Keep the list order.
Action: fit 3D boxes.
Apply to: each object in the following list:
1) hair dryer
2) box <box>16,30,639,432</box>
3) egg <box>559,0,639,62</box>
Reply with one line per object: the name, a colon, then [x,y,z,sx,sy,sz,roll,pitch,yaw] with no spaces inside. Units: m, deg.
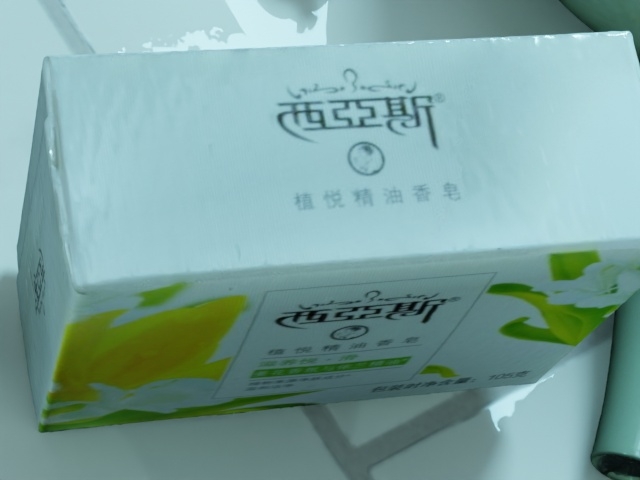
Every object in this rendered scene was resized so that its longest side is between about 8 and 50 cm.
hair dryer: [0.139,0.023,0.912,0.225,0.088,0.219,1,63,-4]
box: [0.000,0.000,0.772,0.261,0.194,0.111,-3,68,-14]
egg: [0.218,-0.256,0.977,0.278,0.278,0.336,-22,64,-29]
